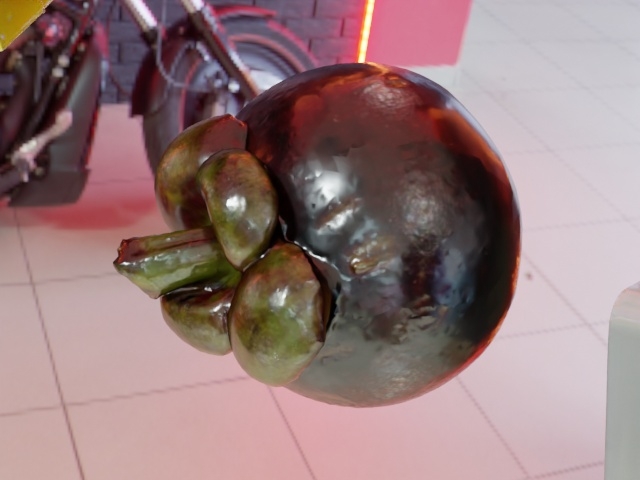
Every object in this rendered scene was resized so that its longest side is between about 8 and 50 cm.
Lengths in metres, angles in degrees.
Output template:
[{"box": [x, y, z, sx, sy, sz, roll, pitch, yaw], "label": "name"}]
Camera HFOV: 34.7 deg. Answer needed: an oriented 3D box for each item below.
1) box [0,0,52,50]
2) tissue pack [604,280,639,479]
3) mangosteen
[{"box": [-0.249, -0.288, 0.867, 0.043, 0.152, 0.269, -4, 36, 23], "label": "box"}, {"box": [0.243, 0.133, 0.516, 0.159, 0.246, 0.136, -21, 26, -40], "label": "tissue pack"}, {"box": [0.000, 0.000, 0.872, 0.347, 0.307, 0.307, -8, 35, -38], "label": "mangosteen"}]
